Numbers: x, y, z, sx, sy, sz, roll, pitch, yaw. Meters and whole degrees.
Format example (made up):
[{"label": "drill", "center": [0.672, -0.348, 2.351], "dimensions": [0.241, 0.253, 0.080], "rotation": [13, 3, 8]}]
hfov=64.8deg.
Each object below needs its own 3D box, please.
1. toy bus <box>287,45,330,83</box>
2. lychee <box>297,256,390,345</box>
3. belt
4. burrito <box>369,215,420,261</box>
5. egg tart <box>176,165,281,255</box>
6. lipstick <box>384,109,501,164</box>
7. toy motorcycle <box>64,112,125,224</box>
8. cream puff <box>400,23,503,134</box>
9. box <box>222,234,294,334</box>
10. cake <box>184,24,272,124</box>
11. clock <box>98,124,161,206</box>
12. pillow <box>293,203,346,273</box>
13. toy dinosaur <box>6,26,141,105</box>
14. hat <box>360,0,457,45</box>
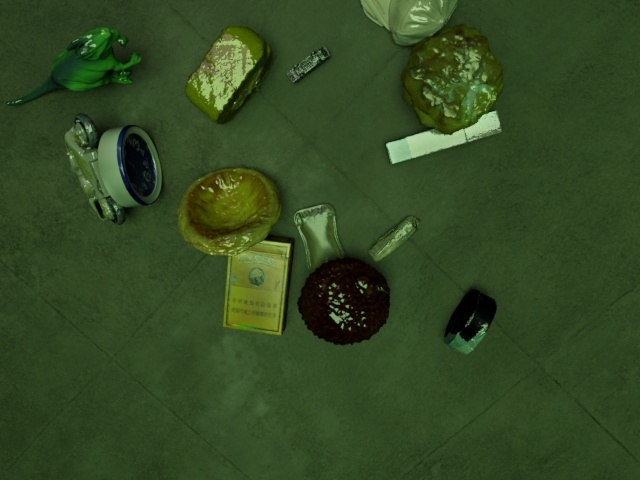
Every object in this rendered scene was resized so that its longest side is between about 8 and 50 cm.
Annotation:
[{"label": "toy bus", "center": [-0.032, -0.498, 1.434], "dimensions": [0.130, 0.052, 0.037], "rotation": [-35, 93, 9]}, {"label": "lychee", "center": [0.075, 0.173, 1.470], "dimensions": [0.300, 0.264, 0.264], "rotation": [-32, 100, 42]}, {"label": "belt", "center": [0.446, 0.249, 1.510], "dimensions": [0.078, 0.151, 0.198], "rotation": [28, 106, -2]}, {"label": "burrito", "center": [0.225, -0.007, 1.527], "dimensions": [0.188, 0.045, 0.058], "rotation": [-39, 122, 10]}, {"label": "egg tart", "center": [-0.260, -0.072, 1.474], "dimensions": [0.319, 0.319, 0.128], "rotation": [3, 145, 4]}, {"label": "lipstick", "center": [0.345, -0.293, 1.439], "dimensions": [0.317, 0.066, 0.068], "rotation": [-16, 99, 8]}, {"label": "toy motorcycle", "center": [-0.674, -0.209, 1.498], "dimensions": [0.223, 0.108, 0.341], "rotation": [16, 126, 44]}, {"label": "cream puff", "center": [0.345, -0.420, 1.349], "dimensions": [0.281, 0.185, 0.282], "rotation": [0, 88, -2]}, {"label": "box", "center": [-0.193, 0.132, 1.574], "dimensions": [0.192, 0.084, 0.301], "rotation": [7, 103, 3]}, {"label": "cake", "center": [-0.248, -0.459, 1.398], "dimensions": [0.156, 0.179, 0.260], "rotation": [41, 100, -5]}, {"label": "clock", "center": [-0.544, -0.212, 1.453], "dimensions": [0.083, 0.230, 0.230], "rotation": [-6, 102, 11]}, {"label": "pillow", "center": [0.000, 0.000, 1.553], "dimensions": [0.130, 0.033, 0.217], "rotation": [-13, 102, 6]}, {"label": "toy dinosaur", "center": [-0.707, -0.431, 1.355], "dimensions": [0.500, 0.374, 0.144], "rotation": [-23, 108, 7]}, {"label": "hat", "center": [0.231, -0.657, 1.334], "dimensions": [0.226, 0.164, 0.219], "rotation": [33, 103, -25]}]
